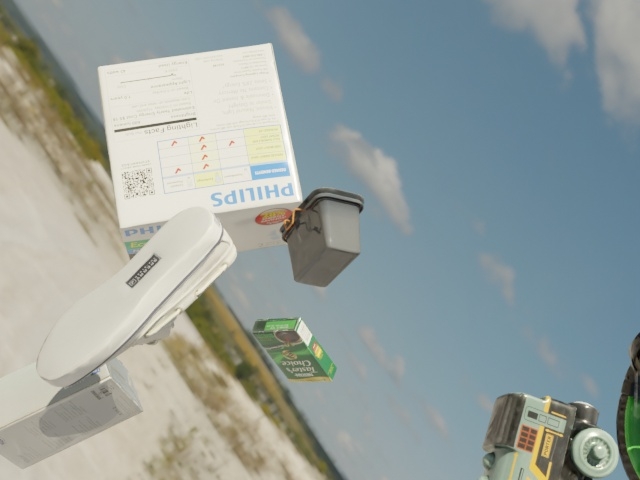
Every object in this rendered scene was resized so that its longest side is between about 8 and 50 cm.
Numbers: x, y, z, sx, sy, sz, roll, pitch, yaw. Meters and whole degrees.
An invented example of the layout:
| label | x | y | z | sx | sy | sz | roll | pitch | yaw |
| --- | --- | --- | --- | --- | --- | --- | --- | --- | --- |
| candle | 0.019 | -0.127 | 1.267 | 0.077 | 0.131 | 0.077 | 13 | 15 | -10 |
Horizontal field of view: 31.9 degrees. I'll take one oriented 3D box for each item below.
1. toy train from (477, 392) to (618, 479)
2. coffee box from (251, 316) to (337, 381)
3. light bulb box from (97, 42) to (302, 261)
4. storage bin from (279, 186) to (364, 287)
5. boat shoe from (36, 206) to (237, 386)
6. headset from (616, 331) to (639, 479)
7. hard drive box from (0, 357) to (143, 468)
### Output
| label | x | y | z | sx | sy | sz | roll | pitch | yaw |
| --- | --- | --- | --- | --- | --- | --- | --- | --- | --- |
| toy train | 0.325 | 0.391 | 1.705 | 0.190 | 0.334 | 0.142 | 21 | -17 | -6 |
| coffee box | -0.053 | 0.233 | 2.357 | 0.113 | 0.040 | 0.184 | -5 | -43 | 29 |
| light bulb box | -0.240 | -0.166 | 2.234 | 0.225 | 0.358 | 0.361 | 95 | -15 | -67 |
| storage bin | 0.000 | 0.000 | 1.584 | 0.135 | 0.098 | 0.091 | -47 | -140 | 46 |
| boat shoe | -0.206 | 0.078 | 1.292 | 0.096 | 0.267 | 0.088 | 29 | -18 | 46 |
| headset | 0.471 | 0.154 | 1.362 | 0.185 | 0.394 | 0.243 | 11 | 12 | -31 |
| hard drive box | -0.436 | 0.270 | 1.854 | 0.181 | 0.232 | 0.089 | 72 | -8 | -61 |
